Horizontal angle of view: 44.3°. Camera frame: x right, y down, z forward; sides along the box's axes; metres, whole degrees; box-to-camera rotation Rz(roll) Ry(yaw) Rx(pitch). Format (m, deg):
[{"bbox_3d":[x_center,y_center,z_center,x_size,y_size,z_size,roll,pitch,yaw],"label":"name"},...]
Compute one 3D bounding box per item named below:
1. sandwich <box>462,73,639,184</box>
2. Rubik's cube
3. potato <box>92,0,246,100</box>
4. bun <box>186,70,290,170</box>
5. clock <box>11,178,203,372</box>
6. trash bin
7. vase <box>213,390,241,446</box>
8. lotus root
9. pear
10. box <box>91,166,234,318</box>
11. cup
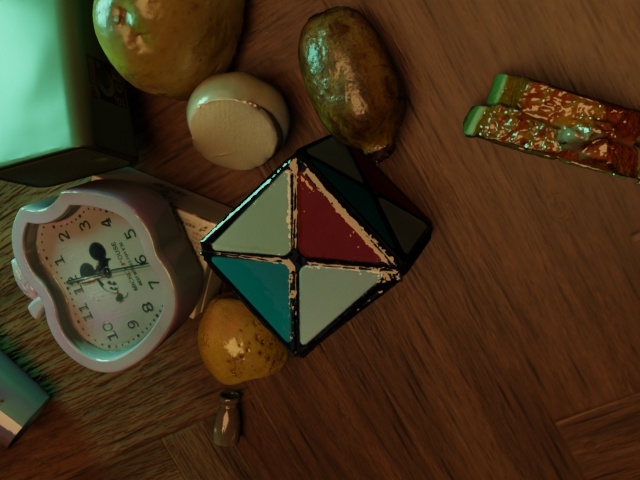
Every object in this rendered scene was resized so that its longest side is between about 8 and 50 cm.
[{"bbox_3d":[0.350,-0.169,1.136,0.292,0.212,0.109,19,96,26],"label":"sandwich"},{"bbox_3d":[0.000,0.000,1.265,0.250,0.246,0.248,47,114,1],"label":"Rubik's cube"},{"bbox_3d":[-0.255,-0.362,1.264,0.242,0.242,0.285,39,116,4],"label":"potato"},{"bbox_3d":[-0.133,-0.213,1.313,0.173,0.119,0.172,6,139,5],"label":"bun"},{"bbox_3d":[-0.373,0.058,1.367,0.339,0.102,0.338,7,110,19],"label":"clock"},{"bbox_3d":[-0.455,-0.284,1.328,0.223,0.158,0.343,-11,83,21],"label":"trash bin"},{"bbox_3d":[-0.180,0.347,1.532,0.053,0.053,0.100,10,104,15],"label":"vase"},{"bbox_3d":[0.053,-0.241,1.239,0.145,0.128,0.260,-22,89,22],"label":"lotus root"},{"bbox_3d":[-0.140,0.172,1.418,0.178,0.178,0.178,5,107,17],"label":"pear"},{"bbox_3d":[-0.300,-0.002,1.436,0.260,0.111,0.194,22,111,10],"label":"box"},{"bbox_3d":[-0.719,0.292,1.630,0.288,0.203,0.203,38,113,-2],"label":"cup"}]
